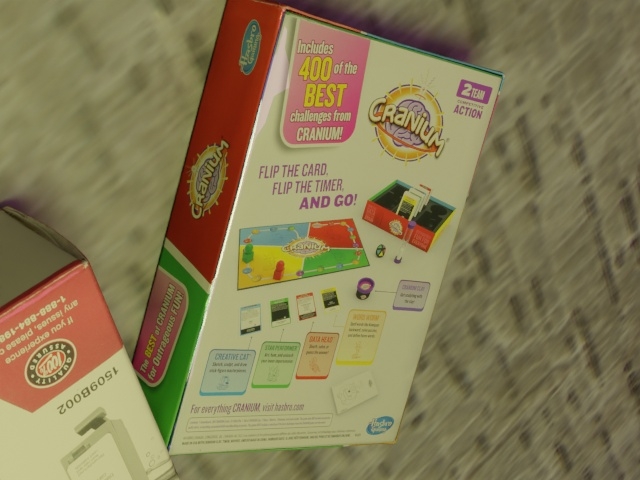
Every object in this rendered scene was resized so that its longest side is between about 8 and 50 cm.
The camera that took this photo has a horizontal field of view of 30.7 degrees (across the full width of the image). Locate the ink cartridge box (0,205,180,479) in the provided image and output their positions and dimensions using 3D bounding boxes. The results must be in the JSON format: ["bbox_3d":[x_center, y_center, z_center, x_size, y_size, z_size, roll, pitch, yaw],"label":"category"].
[{"bbox_3d":[-0.202,0.156,0.714,0.207,0.117,0.283,-36,128,-27],"label":"ink cartridge box"}]

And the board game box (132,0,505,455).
[{"bbox_3d":[0.000,0.000,0.872,0.242,0.064,0.317,8,102,-44],"label":"board game box"}]
